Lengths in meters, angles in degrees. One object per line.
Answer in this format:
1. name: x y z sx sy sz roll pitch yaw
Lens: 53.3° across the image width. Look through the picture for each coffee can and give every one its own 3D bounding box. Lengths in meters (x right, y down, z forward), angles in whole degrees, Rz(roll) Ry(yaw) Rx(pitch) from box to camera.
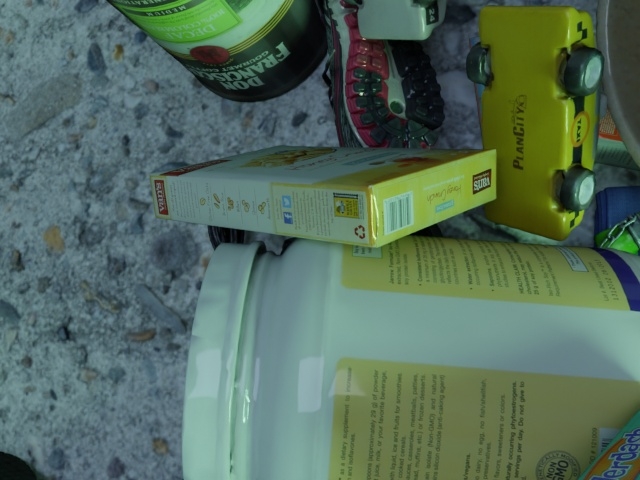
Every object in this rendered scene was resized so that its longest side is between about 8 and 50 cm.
1. coffee can: -0.116 -0.285 0.644 0.201 0.275 0.202 -3 80 17

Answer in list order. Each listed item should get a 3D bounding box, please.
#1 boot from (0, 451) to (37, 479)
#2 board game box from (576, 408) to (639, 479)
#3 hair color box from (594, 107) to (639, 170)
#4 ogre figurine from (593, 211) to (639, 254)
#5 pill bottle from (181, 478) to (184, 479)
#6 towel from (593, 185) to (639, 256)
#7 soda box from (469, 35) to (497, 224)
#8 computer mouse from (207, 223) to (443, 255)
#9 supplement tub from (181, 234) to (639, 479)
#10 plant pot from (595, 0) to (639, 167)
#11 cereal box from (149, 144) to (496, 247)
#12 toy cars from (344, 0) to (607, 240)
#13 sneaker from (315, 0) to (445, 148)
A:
1. boot: -0.360 0.349 0.719 0.246 0.083 0.161 18 92 21
2. board game box: 0.200 0.202 0.313 0.160 0.047 0.210 -28 88 -30
3. hair color box: 0.303 -0.093 0.589 0.141 0.072 0.043 15 84 18
4. ogre figurine: 0.340 0.018 0.517 0.197 0.096 0.118 42 109 34
5. pill bottle: -0.115 0.301 0.621 0.245 0.130 0.130 -41 72 7
6. towel: 0.414 0.070 0.551 0.335 0.040 0.244 2 79 16
7. soda box: 0.188 -0.112 0.632 0.058 0.063 0.183 -7 78 16
8. computer mouse: 0.000 0.000 0.678 0.261 0.060 0.184 -21 76 22
9. supplement tub: 0.080 0.114 0.497 0.330 0.241 0.241 4 82 2
10. plant pot: 0.424 -0.173 0.420 0.305 0.334 0.334 -3 78 -16
11. cereal box: -0.002 -0.047 0.528 0.240 0.173 0.048 8 110 40
12. toy cars: 0.131 -0.189 0.538 0.087 0.176 0.394 -28 82 -32
13. sneaker: 0.045 -0.207 0.671 0.120 0.112 0.300 4 71 -16
